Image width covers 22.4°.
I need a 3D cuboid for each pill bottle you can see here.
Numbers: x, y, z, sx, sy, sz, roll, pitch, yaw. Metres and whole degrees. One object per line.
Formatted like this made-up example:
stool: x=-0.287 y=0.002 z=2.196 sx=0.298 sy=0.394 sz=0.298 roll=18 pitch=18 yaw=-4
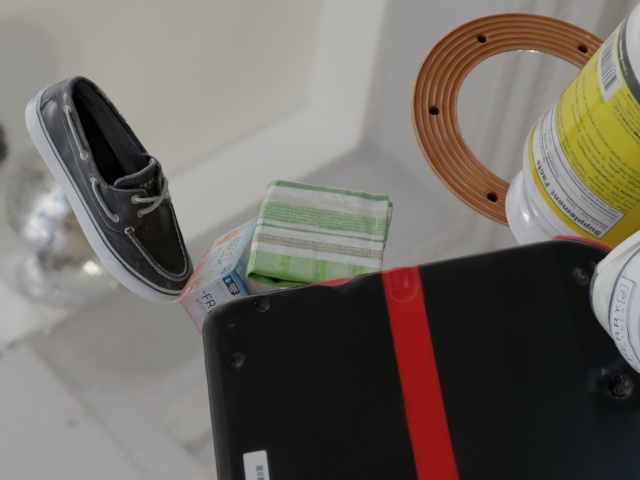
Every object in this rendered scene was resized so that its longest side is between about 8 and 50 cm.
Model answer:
pill bottle: x=0.327 y=-0.101 z=1.667 sx=0.188 sy=0.188 sz=0.334 roll=-31 pitch=-13 yaw=-34

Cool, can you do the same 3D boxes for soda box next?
soda box: x=-0.076 y=0.036 z=1.495 sx=0.063 sy=0.058 sz=0.183 roll=-28 pitch=12 yaw=14

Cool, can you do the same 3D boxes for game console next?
game console: x=0.098 y=0.184 z=1.165 sx=0.342 sy=0.386 sz=0.060 roll=-12 pitch=-33 yaw=4

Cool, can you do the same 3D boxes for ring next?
ring: x=0.277 y=-0.149 z=2.073 sx=0.337 sy=0.336 sz=0.032 roll=-37 pitch=-15 yaw=-26

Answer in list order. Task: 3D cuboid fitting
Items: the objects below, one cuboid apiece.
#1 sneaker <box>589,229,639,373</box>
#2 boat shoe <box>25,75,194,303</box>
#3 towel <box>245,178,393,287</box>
sneaker: x=0.237 y=-0.004 z=0.691 sx=0.258 sy=0.091 sz=0.094 roll=-10 pitch=-75 yaw=-8
boat shoe: x=-0.228 y=-0.061 z=1.913 sx=0.102 sy=0.301 sz=0.108 roll=-20 pitch=15 yaw=44
towel: x=0.000 y=0.000 z=1.364 sx=0.152 sy=0.113 sz=0.023 roll=-78 pitch=-4 yaw=-57
